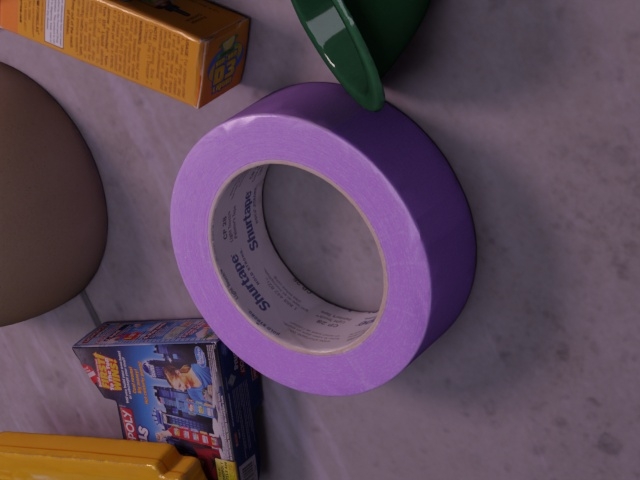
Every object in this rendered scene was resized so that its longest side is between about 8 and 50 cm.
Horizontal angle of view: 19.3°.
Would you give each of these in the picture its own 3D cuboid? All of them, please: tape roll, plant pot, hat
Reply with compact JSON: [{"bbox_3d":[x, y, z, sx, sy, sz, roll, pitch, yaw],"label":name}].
[{"bbox_3d":[0.000,0.000,1.705,0.275,0.090,0.275,16,122,28],"label":"tape roll"},{"bbox_3d":[-0.383,-0.022,1.889,0.284,0.191,0.284,15,120,27],"label":"plant pot"},{"bbox_3d":[0.081,-0.228,1.576,0.173,0.183,0.208,59,172,4],"label":"hat"}]

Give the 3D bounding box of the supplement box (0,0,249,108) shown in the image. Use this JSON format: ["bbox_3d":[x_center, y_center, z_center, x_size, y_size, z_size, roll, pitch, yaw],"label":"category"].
[{"bbox_3d":[-0.183,-0.201,1.734,0.233,0.078,0.080,22,124,24],"label":"supplement box"}]

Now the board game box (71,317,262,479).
[{"bbox_3d":[-0.154,0.156,1.908,0.194,0.060,0.194,11,121,32],"label":"board game box"}]

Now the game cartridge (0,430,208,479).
[{"bbox_3d":[-0.191,0.347,1.995,0.285,0.053,0.324,-1,124,38],"label":"game cartridge"}]
